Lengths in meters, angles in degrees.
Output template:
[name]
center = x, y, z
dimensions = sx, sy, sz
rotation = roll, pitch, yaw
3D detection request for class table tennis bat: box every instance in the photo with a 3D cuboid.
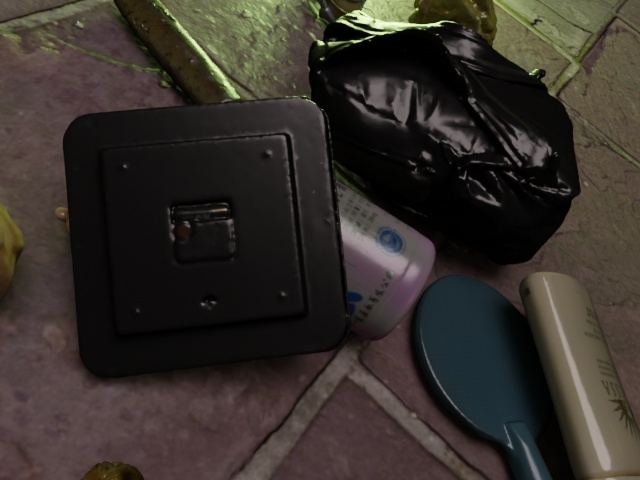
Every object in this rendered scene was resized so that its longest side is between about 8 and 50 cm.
[table tennis bat]
center = 0.232, 0.189, 0.718
dimensions = 0.215, 0.044, 0.329
rotation = 5, 53, -27

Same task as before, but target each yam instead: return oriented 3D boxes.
[yam]
center = -0.217, -0.286, 0.831
dimensions = 0.071, 0.067, 0.317
rotation = -32, 72, -24

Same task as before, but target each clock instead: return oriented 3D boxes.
[clock]
center = -0.116, -0.007, 0.561
dimensions = 0.279, 0.049, 0.273
rotation = -7, 88, -5

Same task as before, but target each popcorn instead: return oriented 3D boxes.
[popcorn]
center = 0.270, -0.453, 1.123
dimensions = 0.185, 0.187, 0.167
rotation = 9, 17, -10

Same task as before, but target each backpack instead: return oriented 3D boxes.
[backpack]
center = 0.182, -0.184, 0.835
dimensions = 0.446, 0.255, 0.363
rotation = 23, 43, -5

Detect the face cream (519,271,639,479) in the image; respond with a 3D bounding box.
[face cream]
center = 0.352, 0.218, 0.699
dimensions = 0.173, 0.081, 0.348
rotation = 27, 46, -41

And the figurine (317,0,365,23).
[figurine]
center = 0.029, -0.529, 1.087
dimensions = 0.128, 0.184, 0.208
rotation = -9, 24, -33

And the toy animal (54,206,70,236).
[toy animal]
center = -0.242, -0.010, 0.620
dimensions = 0.114, 0.091, 0.082
rotation = 41, 68, -19

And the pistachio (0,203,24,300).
[pistachio]
center = -0.401, -0.004, 0.496
dimensions = 0.229, 0.157, 0.157
rotation = 12, 52, -11

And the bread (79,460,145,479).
[bread]
center = -0.174, 0.246, 0.471
dimensions = 0.066, 0.060, 0.110
rotation = -9, 57, -46

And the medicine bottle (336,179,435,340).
[medicine bottle]
center = 0.000, 0.000, 0.671
dimensions = 0.254, 0.152, 0.152
rotation = 33, 49, -3
